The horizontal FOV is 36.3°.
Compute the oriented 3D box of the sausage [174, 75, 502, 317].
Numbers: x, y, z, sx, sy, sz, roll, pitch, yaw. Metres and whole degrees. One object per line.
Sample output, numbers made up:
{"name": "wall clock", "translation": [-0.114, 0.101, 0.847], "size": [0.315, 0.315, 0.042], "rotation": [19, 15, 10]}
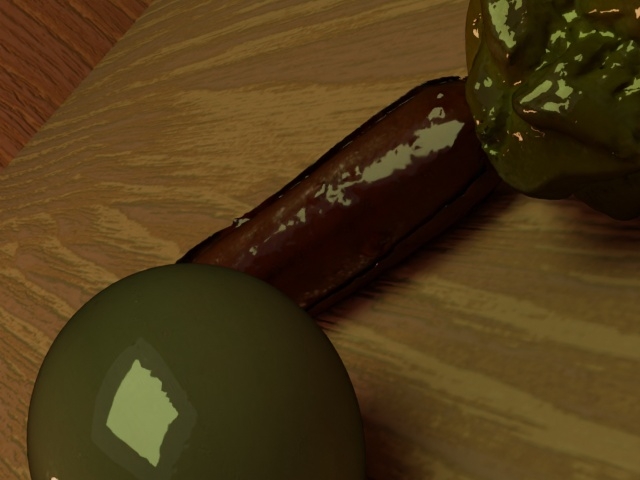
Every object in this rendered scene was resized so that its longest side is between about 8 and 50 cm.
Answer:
{"name": "sausage", "translation": [0.000, 0.000, 0.727], "size": [0.330, 0.102, 0.102], "rotation": [-34, 27, 23]}

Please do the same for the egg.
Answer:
{"name": "egg", "translation": [-0.069, 0.113, 0.551], "size": [0.186, 0.186, 0.241], "rotation": [-43, 30, 6]}

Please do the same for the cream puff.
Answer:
{"name": "cream puff", "translation": [0.179, -0.111, 0.531], "size": [0.221, 0.195, 0.194], "rotation": [-45, 24, 13]}
